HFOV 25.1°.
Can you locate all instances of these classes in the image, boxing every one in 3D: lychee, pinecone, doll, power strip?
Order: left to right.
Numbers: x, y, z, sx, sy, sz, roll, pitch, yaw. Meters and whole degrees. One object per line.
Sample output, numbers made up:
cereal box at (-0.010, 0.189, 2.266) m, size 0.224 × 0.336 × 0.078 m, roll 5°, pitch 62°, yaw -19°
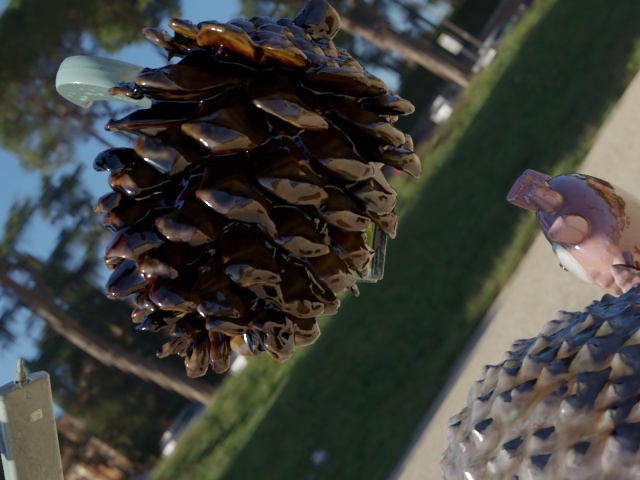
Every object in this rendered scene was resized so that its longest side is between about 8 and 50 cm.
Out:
power strip at (-0.308, 0.223, 1.532) m, size 0.060 × 0.027 × 0.252 m, roll -22°, pitch -51°, yaw -29°
power strip at (-0.275, -0.211, 1.973) m, size 0.137 × 0.216 × 0.044 m, roll 29°, pitch -108°, yaw -56°
pinecone at (-0.049, -0.041, 1.005) m, size 0.224 × 0.224 × 0.272 m, roll -26°, pitch -45°, yaw -83°
doll at (0.280, 0.000, 1.388) m, size 0.093 × 0.211 × 0.262 m, roll -55°, pitch 17°, yaw 16°
lychee at (0.201, 0.165, 0.802) m, size 0.300 × 0.300 × 0.300 m, roll -56°, pitch -3°, yaw -5°

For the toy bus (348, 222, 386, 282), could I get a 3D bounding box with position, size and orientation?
toy bus at (0.000, 0.000, 1.525) m, size 0.175 × 0.101 × 0.088 m, roll 171°, pitch 105°, yaw -68°
